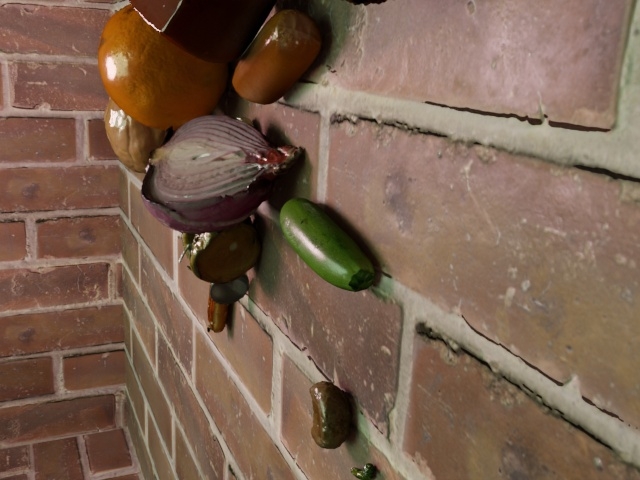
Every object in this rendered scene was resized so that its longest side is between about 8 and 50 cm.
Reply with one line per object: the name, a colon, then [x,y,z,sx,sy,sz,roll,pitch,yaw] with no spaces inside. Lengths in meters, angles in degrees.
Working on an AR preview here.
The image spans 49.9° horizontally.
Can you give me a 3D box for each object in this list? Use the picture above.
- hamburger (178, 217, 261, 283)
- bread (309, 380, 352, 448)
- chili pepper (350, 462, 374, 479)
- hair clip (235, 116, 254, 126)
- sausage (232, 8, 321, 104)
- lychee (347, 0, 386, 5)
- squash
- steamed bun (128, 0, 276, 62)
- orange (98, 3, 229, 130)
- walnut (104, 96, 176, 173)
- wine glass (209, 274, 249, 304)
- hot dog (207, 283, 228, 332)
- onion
hamburger: [-0.226,0.005,1.504,0.113,0.185,0.177,57,159,36]
bread: [0.019,0.295,1.148,0.082,0.060,0.113,-145,53,-61]
chili pepper: [0.070,0.368,1.091,0.083,0.022,0.027,125,134,-61]
hair clip: [-0.189,-0.163,1.517,0.159,0.071,0.219,36,114,39]
sausage: [-0.080,-0.317,1.217,0.274,0.105,0.105,154,110,-65]
lychee: [0.060,-0.374,0.791,0.200,0.200,0.238,136,141,-60]
squash: [-0.002,0.000,1.122,0.292,0.082,0.082,-133,45,-55]
steamed bun: [-0.217,-0.492,1.242,0.379,0.248,0.235,51,117,29]
orange: [-0.360,-0.411,1.603,0.312,0.312,0.312,176,90,-66]
walnut: [-0.446,-0.323,1.860,0.285,0.285,0.296,112,-177,-45]
wine glass: [-0.249,0.048,1.669,0.222,0.103,0.103,-122,36,-44]
hot dog: [-0.259,0.160,1.765,0.072,0.055,0.188,-124,37,-54]
onion: [-0.176,-0.113,1.369,0.267,0.348,0.159,-65,-33,-29]
